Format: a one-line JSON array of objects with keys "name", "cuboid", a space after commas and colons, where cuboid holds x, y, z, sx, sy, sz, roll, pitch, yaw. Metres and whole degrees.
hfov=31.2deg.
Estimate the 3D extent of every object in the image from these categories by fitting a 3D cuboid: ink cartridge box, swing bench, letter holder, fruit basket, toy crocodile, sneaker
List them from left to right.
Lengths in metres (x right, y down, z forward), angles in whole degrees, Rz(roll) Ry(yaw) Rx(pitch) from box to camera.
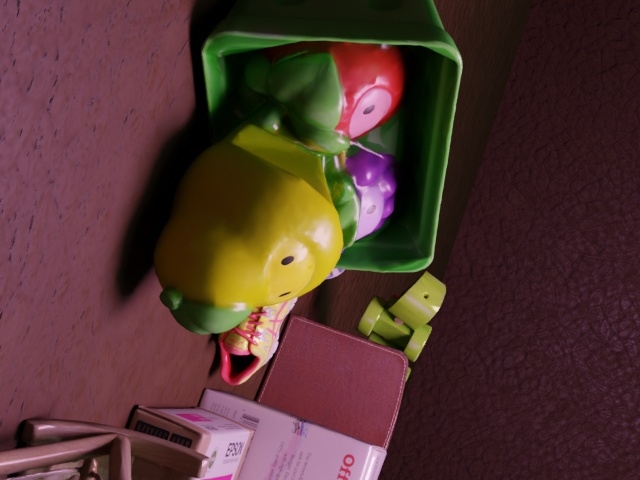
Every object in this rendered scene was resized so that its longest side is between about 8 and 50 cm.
[{"name": "swing bench", "cuboid": [-0.226, 0.294, 0.929, 0.255, 0.165, 0.253, -11, 118, -82]}, {"name": "ink cartridge box", "cuboid": [-0.170, 0.295, 1.320, 0.235, 0.088, 0.193, 36, 74, -76]}, {"name": "sneaker", "cuboid": [-0.085, 0.100, 1.430, 0.094, 0.082, 0.208, -53, 158, -50]}, {"name": "ink cartridge box", "cuboid": [-0.054, 0.314, 1.505, 0.168, 0.233, 0.171, 48, 62, -75]}, {"name": "fruit basket", "cuboid": [-0.012, -0.062, 1.173, 0.392, 0.283, 0.391, 3, 90, -88]}, {"name": "letter holder", "cuboid": [0.005, 0.301, 1.780, 0.152, 0.215, 0.301, 74, 36, -68]}, {"name": "toy crocodile", "cuboid": [0.114, 0.170, 1.920, 0.105, 0.115, 0.340, -57, 173, -38]}]

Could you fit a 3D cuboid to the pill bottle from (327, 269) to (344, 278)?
[{"name": "pill bottle", "cuboid": [0.000, 0.000, 1.655, 0.137, 0.078, 0.078, 74, 36, -69]}]
